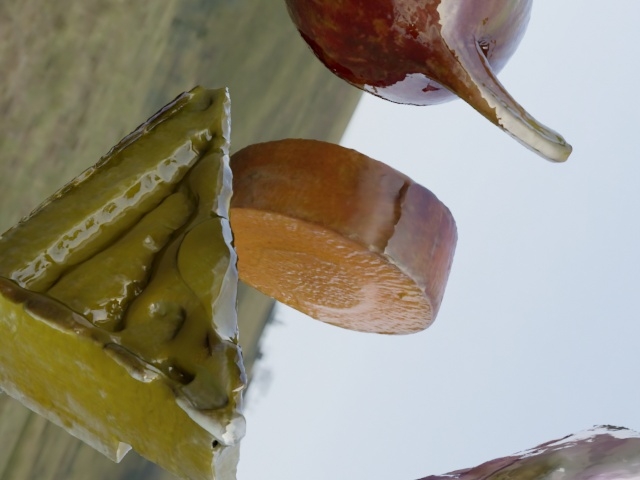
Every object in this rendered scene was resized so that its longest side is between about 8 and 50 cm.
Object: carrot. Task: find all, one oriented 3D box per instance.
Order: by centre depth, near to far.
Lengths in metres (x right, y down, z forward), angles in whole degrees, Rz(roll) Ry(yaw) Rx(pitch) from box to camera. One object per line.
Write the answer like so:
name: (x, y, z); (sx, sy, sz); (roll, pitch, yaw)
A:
carrot: (0.000, 0.000, 1.644); (0.307, 0.258, 0.100); (7, -125, 35)

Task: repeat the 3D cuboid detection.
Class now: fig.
fig: (0.068, -0.150, 0.965); (0.175, 0.175, 0.207); (-58, -148, 33)

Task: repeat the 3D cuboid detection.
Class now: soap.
soap: (-0.090, 0.031, 1.303); (0.338, 0.304, 0.169); (-43, 147, -36)

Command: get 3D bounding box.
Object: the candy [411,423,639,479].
candy: (0.024, 0.176, 0.569); (0.116, 0.265, 0.155); (141, -67, -75)
